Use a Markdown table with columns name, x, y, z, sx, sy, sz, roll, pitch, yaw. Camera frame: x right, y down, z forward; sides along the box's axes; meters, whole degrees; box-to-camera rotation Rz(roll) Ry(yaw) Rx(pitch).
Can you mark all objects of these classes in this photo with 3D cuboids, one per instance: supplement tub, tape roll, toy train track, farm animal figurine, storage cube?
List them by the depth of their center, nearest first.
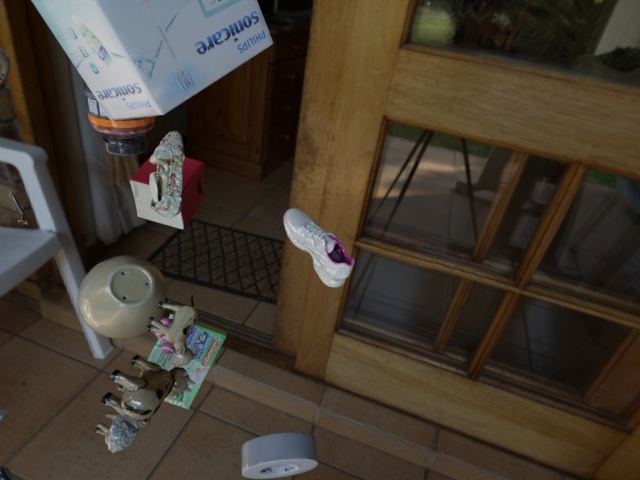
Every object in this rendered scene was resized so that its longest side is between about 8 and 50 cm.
| name | x | y | z | sx | sy | sz | roll | pitch | yaw |
| --- | --- | --- | --- | --- | --- | --- | --- | --- | --- |
| supplement tub | -0.334 | -0.246 | 0.707 | 0.106 | 0.197 | 0.106 | 7 | 32 | -4 |
| toy train track | -0.612 | -0.064 | 0.857 | 0.014 | 0.083 | 0.048 | -12 | 50 | -21 |
| farm animal figurine | -0.425 | 0.355 | 1.142 | 0.172 | 0.330 | 0.326 | 23 | 25 | 2 |
| tape roll | -0.118 | 0.625 | 1.230 | 0.219 | 0.219 | 0.072 | 1 | 51 | -14 |
| storage cube | -0.552 | -0.186 | 1.555 | 0.215 | 0.183 | 0.193 | 15 | 46 | 1 |

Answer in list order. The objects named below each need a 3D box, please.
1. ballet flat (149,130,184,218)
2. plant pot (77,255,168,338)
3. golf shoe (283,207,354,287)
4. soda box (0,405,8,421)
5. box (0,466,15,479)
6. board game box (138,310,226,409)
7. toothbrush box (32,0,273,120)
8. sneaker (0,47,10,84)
| name | x | y | z | sx | sy | sz | roll | pitch | yaw |
| --- | --- | --- | --- | --- | --- | --- | --- | --- | --- |
| ballet flat | -0.393 | -0.176 | 1.080 | 0.091 | 0.240 | 0.077 | -14 | -16 | 36 |
| plant pot | -0.633 | 0.168 | 1.396 | 0.284 | 0.191 | 0.283 | 11 | 66 | -27 |
| golf shoe | 0.000 | 0.000 | 1.363 | 0.115 | 0.140 | 0.306 | -32 | 78 | -37 |
| soda box | -0.722 | 0.347 | 0.819 | 0.216 | 0.069 | 0.073 | -8 | 39 | 19 |
| box | -0.622 | 0.547 | 0.787 | 0.147 | 0.077 | 0.180 | -31 | 82 | -38 |
| board game box | -0.507 | 0.434 | 1.536 | 0.214 | 0.317 | 0.046 | 27 | 5 | -16 |
| toothbrush box | -0.214 | -0.321 | 0.486 | 0.126 | 0.295 | 0.216 | 9 | 45 | 37 |
| sneaker | -0.752 | -0.340 | 0.866 | 0.282 | 0.099 | 0.153 | -26 | 47 | 6 |
